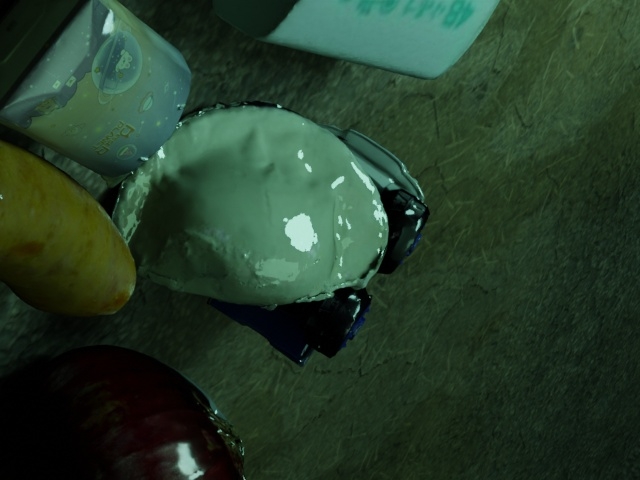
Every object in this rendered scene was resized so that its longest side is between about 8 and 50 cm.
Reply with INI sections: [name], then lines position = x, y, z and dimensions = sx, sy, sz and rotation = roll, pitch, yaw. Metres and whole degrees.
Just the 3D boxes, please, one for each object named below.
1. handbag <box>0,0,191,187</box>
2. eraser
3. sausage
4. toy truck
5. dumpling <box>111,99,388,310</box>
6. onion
[handbag]
position = -0.169, -0.116, 1.275
dimensions = 0.117, 0.095, 0.173
rotation = -49, 147, 5
[eraser]
position = 0.047, -0.238, 1.452
dimensions = 0.290, 0.104, 0.189
rotation = 3, 120, -58
[sausage]
position = -0.223, -0.008, 1.303
dimensions = 0.109, 0.109, 0.270
rotation = -52, 153, -1
[toy truck]
position = 0.000, 0.000, 1.648
dimensions = 0.213, 0.161, 0.177
rotation = -56, 173, 7
[dumpling]
position = -0.060, -0.033, 1.502
dimensions = 0.247, 0.142, 0.172
rotation = 4, 95, -22
[onion]
position = -0.190, 0.229, 1.497
dimensions = 0.285, 0.273, 0.273
rotation = -20, 144, -16
